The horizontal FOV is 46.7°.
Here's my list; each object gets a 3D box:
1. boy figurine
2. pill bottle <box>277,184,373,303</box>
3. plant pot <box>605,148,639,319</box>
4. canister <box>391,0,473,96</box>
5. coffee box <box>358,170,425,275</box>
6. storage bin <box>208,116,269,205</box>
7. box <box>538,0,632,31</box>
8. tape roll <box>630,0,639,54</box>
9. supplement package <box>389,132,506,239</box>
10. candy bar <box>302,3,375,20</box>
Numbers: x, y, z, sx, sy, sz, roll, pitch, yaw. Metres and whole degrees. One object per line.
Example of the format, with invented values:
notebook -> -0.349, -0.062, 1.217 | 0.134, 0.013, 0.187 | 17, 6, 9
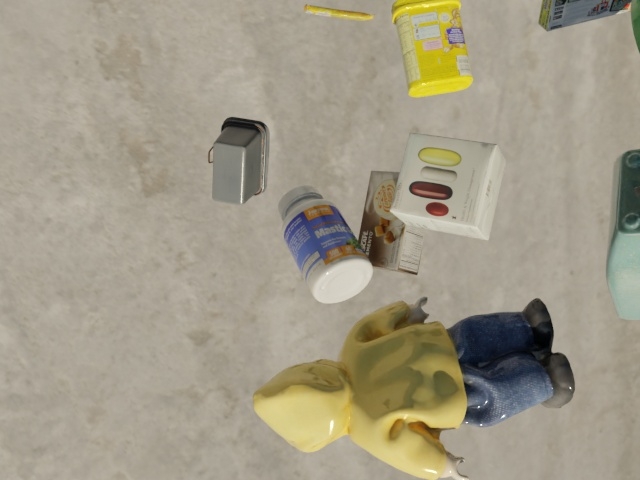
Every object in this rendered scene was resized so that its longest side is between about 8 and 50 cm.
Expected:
boy figurine -> 0.083, 0.140, 0.682 | 0.285, 0.177, 0.092 | -13, 150, -5
pill bottle -> 0.000, 0.000, 1.728 | 0.152, 0.272, 0.152 | -19, 144, -14
plant pot -> 0.574, -0.027, 1.172 | 0.252, 0.248, 0.247 | 36, 59, -49
canister -> 0.204, -0.356, 1.353 | 0.126, 0.073, 0.170 | -9, 80, 1
coffee box -> 0.187, -0.046, 1.888 | 0.098, 0.141, 0.246 | 16, 84, -49
storage bin -> -0.146, -0.127, 1.235 | 0.091, 0.098, 0.135 | -62, 161, -61
box -> 0.544, -0.498, 1.486 | 0.207, 0.036, 0.114 | -16, 137, -12
tape roll -> 0.503, -0.192, 0.890 | 0.321, 0.077, 0.321 | 21, 54, -31
supplement package -> 0.293, -0.123, 1.688 | 0.149, 0.203, 0.194 | 27, 76, -65
candy bar -> 0.041, -0.507, 1.652 | 0.161, 0.040, 0.018 | 6, 95, -8
